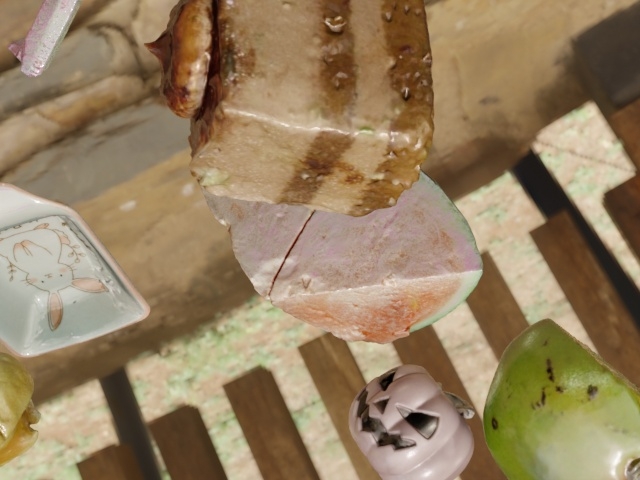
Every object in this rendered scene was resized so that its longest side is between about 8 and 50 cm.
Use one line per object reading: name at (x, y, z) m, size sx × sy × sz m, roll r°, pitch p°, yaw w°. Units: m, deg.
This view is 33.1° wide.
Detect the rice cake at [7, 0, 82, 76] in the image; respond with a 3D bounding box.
rice cake at (-0.392, -0.384, 1.625) m, size 0.290 × 0.081 × 0.051 m, roll -57°, pitch 173°, yaw 19°

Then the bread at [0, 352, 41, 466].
bread at (-0.553, 0.182, 1.364) m, size 0.301 × 0.341 × 0.210 m, roll -8°, pitch -145°, yaw 35°

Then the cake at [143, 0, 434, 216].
cake at (-0.040, -0.155, 1.132) m, size 0.293 × 0.198 × 0.196 m, roll 6°, pitch 159°, yaw -15°

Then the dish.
dish at (-0.278, 0.016, 1.048) m, size 0.154 × 0.064 × 0.234 m, roll -18°, pitch 142°, yaw 5°

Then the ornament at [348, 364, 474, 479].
ornament at (0.133, 0.258, 1.488) m, size 0.178 × 0.177 × 0.177 m, roll -23°, pitch 160°, yaw -9°

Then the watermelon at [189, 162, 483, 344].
watermelon at (0.020, 0.009, 1.475) m, size 0.319 × 0.292 × 0.222 m, roll -16°, pitch 148°, yaw -7°

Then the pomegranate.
pomegranate at (0.338, 0.255, 1.467) m, size 0.216 × 0.310 × 0.358 m, roll -55°, pitch -159°, yaw 2°
